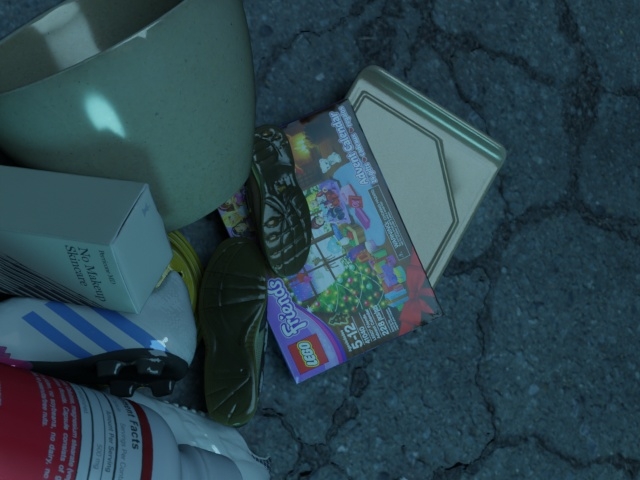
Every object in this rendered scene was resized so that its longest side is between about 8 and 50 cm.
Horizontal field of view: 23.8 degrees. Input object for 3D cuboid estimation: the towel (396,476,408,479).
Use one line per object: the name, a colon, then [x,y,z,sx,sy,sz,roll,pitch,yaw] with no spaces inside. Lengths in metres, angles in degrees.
towel: [0.085,0.384,1.889,0.152,0.023,0.113,-43,99,-24]

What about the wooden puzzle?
wooden puzzle: [0.090,-0.067,1.920,0.221,0.044,0.239,31,84,-9]

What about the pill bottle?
pill bottle: [-0.292,0.253,1.548,0.407,0.229,0.229,21,72,-28]

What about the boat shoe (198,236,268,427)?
boat shoe: [-0.101,0.110,1.781,0.080,0.073,0.223,0,74,0]

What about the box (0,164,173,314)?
box: [-0.303,-0.007,1.597,0.113,0.275,0.094,74,32,-42]

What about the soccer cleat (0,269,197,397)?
soccer cleat: [-0.295,0.096,1.649,0.331,0.116,0.143,0,60,5]

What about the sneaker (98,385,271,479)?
sneaker: [-0.160,0.232,1.762,0.235,0.090,0.095,39,48,-16]

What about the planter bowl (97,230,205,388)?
planter bowl: [-0.212,0.060,1.750,0.217,0.090,0.217,5,78,-26]

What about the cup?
cup: [-0.203,-0.143,1.687,0.331,0.331,0.237,-39,116,-27]

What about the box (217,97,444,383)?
box: [0.000,0.000,1.847,0.201,0.057,0.293,-25,93,-4]

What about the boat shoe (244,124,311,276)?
boat shoe: [-0.055,-0.045,1.783,0.064,0.060,0.178,-12,90,-25]
